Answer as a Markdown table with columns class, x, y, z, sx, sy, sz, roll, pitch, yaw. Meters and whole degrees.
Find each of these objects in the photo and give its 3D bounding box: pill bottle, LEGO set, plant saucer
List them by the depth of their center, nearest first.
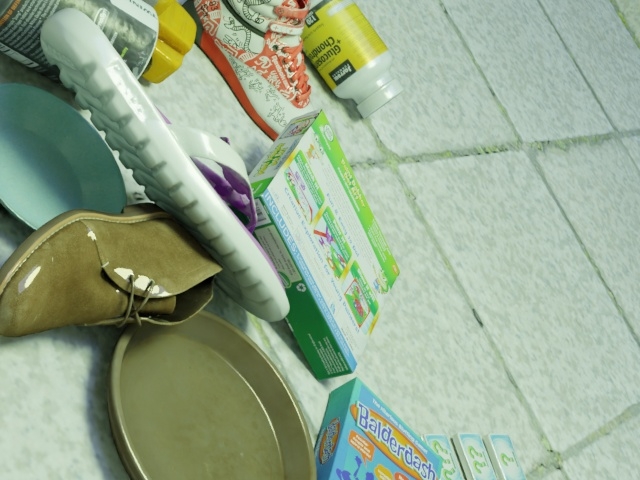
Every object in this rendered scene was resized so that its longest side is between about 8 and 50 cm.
| class | x | y | z | sx | sy | sz | roll | pitch | yaw |
| --- | --- | --- | --- | --- | --- | --- | --- | --- | --- |
| plant saucer | -0.113 | 0.194 | 1.348 | 0.278 | 0.041 | 0.278 | 35 | 35 | -30 |
| plant saucer | -0.285 | -0.071 | 1.363 | 0.195 | 0.037 | 0.195 | 35 | 36 | -30 |
| pill bottle | -0.304 | -0.254 | 1.421 | 0.245 | 0.130 | 0.130 | 29 | 39 | -37 |
| LEGO set | 0.235 | 0.348 | 1.672 | 0.182 | 0.060 | 0.244 | 10 | 53 | -46 |
| pill bottle | 0.041 | -0.275 | 1.949 | 0.184 | 0.103 | 0.103 | 54 | 31 | -2 |

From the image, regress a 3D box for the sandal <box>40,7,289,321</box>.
| class | x | y | z | sx | sy | sz | roll | pitch | yaw |
| --- | --- | --- | --- | --- | --- | --- | --- | --- | --- |
| sandal | -0.133 | -0.081 | 1.398 | 0.416 | 0.102 | 0.169 | 55 | -17 | -27 |

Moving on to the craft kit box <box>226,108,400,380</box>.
| class | x | y | z | sx | sy | sz | roll | pitch | yaw |
| --- | --- | --- | --- | --- | --- | --- | --- | --- | --- |
| craft kit box | 0.000 | 0.000 | 1.616 | 0.250 | 0.061 | 0.246 | 64 | 30 | -19 |

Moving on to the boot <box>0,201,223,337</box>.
| class | x | y | z | sx | sy | sz | roll | pitch | yaw |
| --- | --- | --- | --- | --- | --- | --- | --- | --- | --- |
| boot | -0.200 | 0.039 | 1.277 | 0.115 | 0.112 | 0.305 | 34 | 25 | 17 |

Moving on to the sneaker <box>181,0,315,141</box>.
| class | x | y | z | sx | sy | sz | roll | pitch | yaw |
| --- | --- | --- | --- | --- | --- | --- | --- | --- | --- |
| sneaker | -0.052 | -0.245 | 1.750 | 0.270 | 0.145 | 0.090 | 51 | 31 | -9 |

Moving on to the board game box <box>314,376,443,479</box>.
| class | x | y | z | sx | sy | sz | roll | pitch | yaw |
| --- | --- | --- | --- | --- | --- | --- | --- | --- | --- |
| board game box | 0.060 | 0.278 | 1.500 | 0.160 | 0.047 | 0.210 | 44 | 31 | -18 |

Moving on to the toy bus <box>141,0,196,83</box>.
| class | x | y | z | sx | sy | sz | roll | pitch | yaw |
| --- | --- | --- | --- | --- | --- | --- | --- | --- | --- |
| toy bus | -0.273 | -0.333 | 1.540 | 0.332 | 0.130 | 0.108 | 38 | 35 | -27 |
